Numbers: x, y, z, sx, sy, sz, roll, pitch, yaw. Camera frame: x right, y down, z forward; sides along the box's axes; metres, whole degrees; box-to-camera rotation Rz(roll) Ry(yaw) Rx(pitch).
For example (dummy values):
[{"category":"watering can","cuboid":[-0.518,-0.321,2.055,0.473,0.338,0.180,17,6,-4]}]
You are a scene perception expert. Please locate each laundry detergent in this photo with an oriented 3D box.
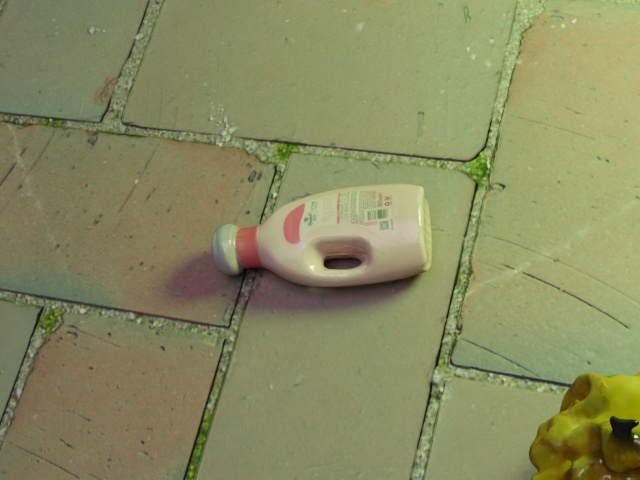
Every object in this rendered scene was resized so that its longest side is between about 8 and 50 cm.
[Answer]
[{"category":"laundry detergent","cuboid":[0.000,0.000,1.706,0.335,0.088,0.159,-7,64,14]}]

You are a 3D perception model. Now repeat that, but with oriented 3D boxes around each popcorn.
[{"category":"popcorn","cuboid":[0.396,0.297,1.358,0.297,0.281,0.316,8,54,38]}]
